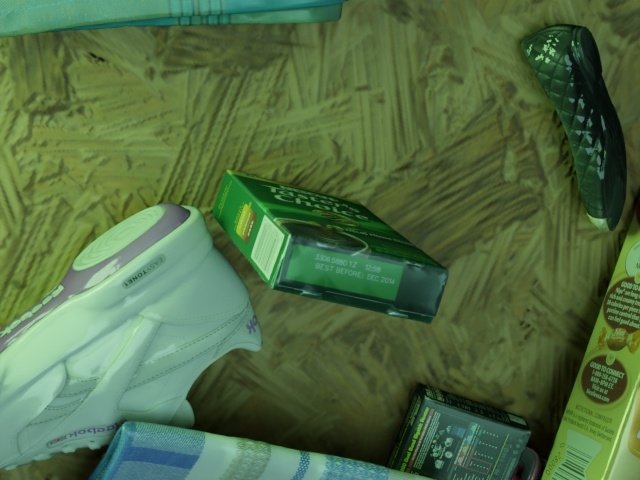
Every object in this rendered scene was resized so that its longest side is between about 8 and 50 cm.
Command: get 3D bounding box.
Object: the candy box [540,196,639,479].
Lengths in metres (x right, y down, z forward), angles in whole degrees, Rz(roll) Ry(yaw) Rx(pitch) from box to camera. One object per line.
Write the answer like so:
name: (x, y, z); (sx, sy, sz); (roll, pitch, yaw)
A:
candy box: (0.303, 0.119, 0.997); (0.183, 0.087, 0.316); (19, 90, -22)

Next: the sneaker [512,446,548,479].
sneaker: (0.160, 0.228, 1.050); (0.057, 0.047, 0.119); (18, 108, -42)

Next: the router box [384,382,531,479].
router box: (0.101, 0.186, 1.007); (0.092, 0.038, 0.122); (19, 101, -8)

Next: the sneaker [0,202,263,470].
sneaker: (-0.175, 0.113, 0.870); (0.305, 0.114, 0.152); (-36, 113, -2)

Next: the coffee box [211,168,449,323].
coffee box: (0.000, 0.000, 0.847); (0.113, 0.184, 0.040); (13, 101, -18)

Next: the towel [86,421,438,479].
towel: (-0.049, 0.225, 0.939); (0.285, 0.034, 0.209); (16, 129, -24)

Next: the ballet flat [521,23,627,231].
ballet flat: (0.198, -0.085, 0.959); (0.057, 0.049, 0.173); (-47, 125, -47)

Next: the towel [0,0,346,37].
towel: (-0.107, -0.318, 0.790); (0.271, 0.040, 0.370); (-5, 107, -16)
